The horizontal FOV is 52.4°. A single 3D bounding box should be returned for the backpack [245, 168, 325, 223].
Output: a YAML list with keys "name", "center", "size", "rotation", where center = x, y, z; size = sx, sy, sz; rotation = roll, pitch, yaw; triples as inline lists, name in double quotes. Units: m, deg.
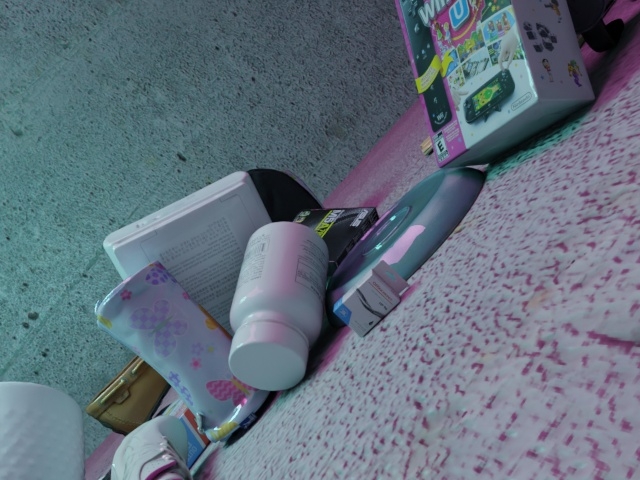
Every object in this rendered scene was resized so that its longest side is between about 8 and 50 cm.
- name: "backpack"
  center: [-0.089, -0.027, 1.600]
  size: [0.273, 0.290, 0.355]
  rotation: [-40, -4, -25]

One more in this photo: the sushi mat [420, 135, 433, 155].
- name: "sushi mat"
  center: [0.352, -0.320, 1.515]
  size: [0.316, 0.019, 0.151]
  rotation: [-44, 5, 16]

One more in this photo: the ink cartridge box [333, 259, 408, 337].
- name: "ink cartridge box"
  center: [0.061, 0.069, 0.781]
  size: [0.083, 0.048, 0.028]
  rotation: [-46, 6, 13]

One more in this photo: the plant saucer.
- name: "plant saucer"
  center: [0.110, -0.002, 0.968]
  size: [0.317, 0.044, 0.317]
  rotation: [-47, 6, 6]

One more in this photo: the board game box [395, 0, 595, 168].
- name: "board game box"
  center: [0.210, -0.276, 0.857]
  size: [0.097, 0.303, 0.224]
  rotation: [-6, -12, -24]

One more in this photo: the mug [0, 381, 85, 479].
- name: "mug"
  center: [-0.520, 0.473, 1.077]
  size: [0.276, 0.328, 0.374]
  rotation: [-11, -41, -11]

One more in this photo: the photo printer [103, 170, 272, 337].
- name: "photo printer"
  center: [-0.170, 0.074, 1.083]
  size: [0.256, 0.307, 0.107]
  rotation: [-28, 22, -9]

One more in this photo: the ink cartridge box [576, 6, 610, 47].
- name: "ink cartridge box"
  center: [0.332, -0.430, 1.108]
  size: [0.201, 0.278, 0.117]
  rotation: [-50, 6, -25]

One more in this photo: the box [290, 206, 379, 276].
- name: "box"
  center: [0.000, 0.000, 1.307]
  size: [0.184, 0.045, 0.190]
  rotation: [-2, 34, 36]

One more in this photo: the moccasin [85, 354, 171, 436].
- name: "moccasin"
  center: [-0.331, 0.204, 1.324]
  size: [0.380, 0.147, 0.139]
  rotation: [-58, 13, -23]

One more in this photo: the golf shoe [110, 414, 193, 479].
- name: "golf shoe"
  center: [-0.203, 0.315, 0.822]
  size: [0.140, 0.115, 0.306]
  rotation: [-34, 15, 14]

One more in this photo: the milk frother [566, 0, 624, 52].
- name: "milk frother"
  center: [0.384, -0.339, 0.856]
  size: [0.135, 0.129, 0.143]
  rotation: [-47, -2, -43]

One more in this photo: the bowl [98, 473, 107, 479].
- name: "bowl"
  center: [-0.463, 0.544, 1.311]
  size: [0.142, 0.053, 0.142]
  rotation: [-40, 10, 50]

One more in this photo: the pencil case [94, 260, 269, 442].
- name: "pencil case"
  center: [-0.193, 0.159, 0.937]
  size: [0.124, 0.273, 0.113]
  rotation: [-43, 0, 0]

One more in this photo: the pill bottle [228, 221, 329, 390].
- name: "pill bottle"
  center: [-0.059, 0.091, 0.928]
  size: [0.131, 0.131, 0.229]
  rotation: [-43, 25, 34]

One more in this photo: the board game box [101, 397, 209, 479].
- name: "board game box"
  center: [-0.289, 0.379, 1.127]
  size: [0.242, 0.064, 0.316]
  rotation: [-51, 7, -35]
